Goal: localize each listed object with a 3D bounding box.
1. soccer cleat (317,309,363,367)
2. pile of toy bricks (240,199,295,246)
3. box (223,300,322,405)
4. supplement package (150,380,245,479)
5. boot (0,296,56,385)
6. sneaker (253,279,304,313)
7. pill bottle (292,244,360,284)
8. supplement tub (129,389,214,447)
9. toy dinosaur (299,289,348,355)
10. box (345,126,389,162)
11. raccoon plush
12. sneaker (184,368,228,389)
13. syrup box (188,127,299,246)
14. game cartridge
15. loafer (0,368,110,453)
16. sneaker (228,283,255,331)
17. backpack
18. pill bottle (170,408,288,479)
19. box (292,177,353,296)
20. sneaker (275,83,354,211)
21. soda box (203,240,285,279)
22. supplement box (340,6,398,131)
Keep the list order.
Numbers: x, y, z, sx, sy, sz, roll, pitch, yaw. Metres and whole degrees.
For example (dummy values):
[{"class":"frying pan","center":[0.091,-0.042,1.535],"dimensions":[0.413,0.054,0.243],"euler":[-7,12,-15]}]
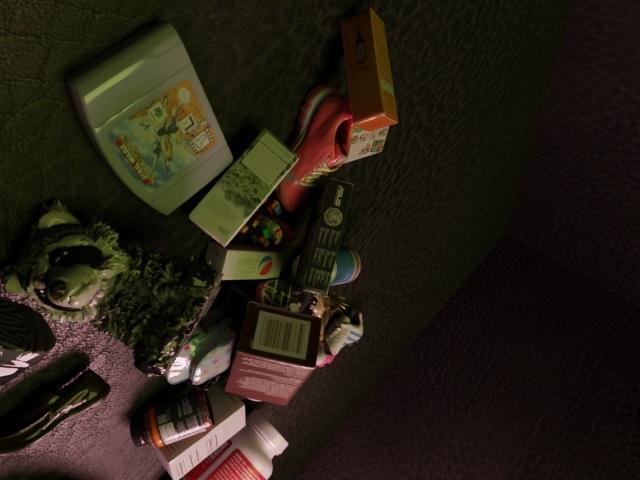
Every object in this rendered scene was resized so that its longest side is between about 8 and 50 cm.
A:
[{"class":"soccer cleat","center":[0.052,0.373,1.777],"dimensions":[0.331,0.116,0.143],"euler":[-21,121,-48]},{"class":"pile of toy bricks","center":[-0.125,-0.037,1.060],"dimensions":[0.118,0.105,0.212],"euler":[-44,150,-17]},{"class":"box","center":[-0.135,0.314,1.195],"dimensions":[0.381,0.191,0.143],"euler":[116,-14,-53]},{"class":"supplement package","center":[-0.355,0.533,1.296],"dimensions":[0.244,0.139,0.133],"euler":[-30,143,-34]},{"class":"boot","center":[-0.648,0.229,0.565],"dimensions":[0.445,0.146,0.367],"euler":[-43,139,1]},{"class":"sneaker","center":[-0.136,0.167,1.243],"dimensions":[0.279,0.119,0.107],"euler":[56,47,-69]},{"class":"pill bottle","center":[0.018,0.079,1.376],"dimensions":[0.222,0.124,0.124],"euler":[-3,123,-56]},{"class":"supplement tub","center":[-0.386,0.469,1.176],"dimensions":[0.198,0.106,0.106],"euler":[-15,139,-12]},{"class":"toy dinosaur","center":[-0.006,0.222,1.387],"dimensions":[0.296,0.127,0.200],"euler":[-171,-80,-80]},{"class":"box","center":[0.107,-0.278,1.218],"dimensions":[0.207,0.036,0.114],"euler":[-24,139,-42]},{"class":"raccoon plush","center":[-0.367,0.092,0.846],"dimensions":[0.216,0.299,0.446],"euler":[-63,-174,-16]},{"class":"sneaker","center":[-0.312,0.369,1.233],"dimensions":[0.081,0.090,0.232],"euler":[-53,151,-3]},{"class":"syrup box","center":[-0.155,-0.105,0.924],"dimensions":[0.236,0.093,0.096],"euler":[-51,-172,-5]},{"class":"game cartridge","center":[-0.270,-0.179,0.754],"dimensions":[0.198,0.062,0.297],"euler":[-48,151,-20]},{"class":"loafer","center":[-0.538,0.327,0.890],"dimensions":[0.220,0.080,0.078],"euler":[-30,110,-35]},{"class":"sneaker","center":[-0.212,0.191,1.211],"dimensions":[0.078,0.067,0.188],"euler":[-32,140,-21]},{"class":"backpack","center":[-0.301,0.259,1.085],"dimensions":[0.189,0.144,0.165],"euler":[-15,139,-42]},{"class":"pill bottle","center":[-0.315,0.783,1.527],"dimensions":[0.408,0.229,0.229],"euler":[-41,149,-22]},{"class":"box","center":[0.000,0.000,1.123],"dimensions":[0.216,0.060,0.269],"euler":[155,-51,-78]},{"class":"sneaker","center":[-0.009,-0.191,1.036],"dimensions":[0.116,0.136,0.313],"euler":[-8,127,-51]},{"class":"soda box","center":[-0.181,0.050,1.097],"dimensions":[0.216,0.069,0.073],"euler":[6,103,-58]},{"class":"supplement box","center":[0.104,-0.358,0.955],"dimensions":[0.080,0.078,0.233],"euler":[-2,83,-56]}]
